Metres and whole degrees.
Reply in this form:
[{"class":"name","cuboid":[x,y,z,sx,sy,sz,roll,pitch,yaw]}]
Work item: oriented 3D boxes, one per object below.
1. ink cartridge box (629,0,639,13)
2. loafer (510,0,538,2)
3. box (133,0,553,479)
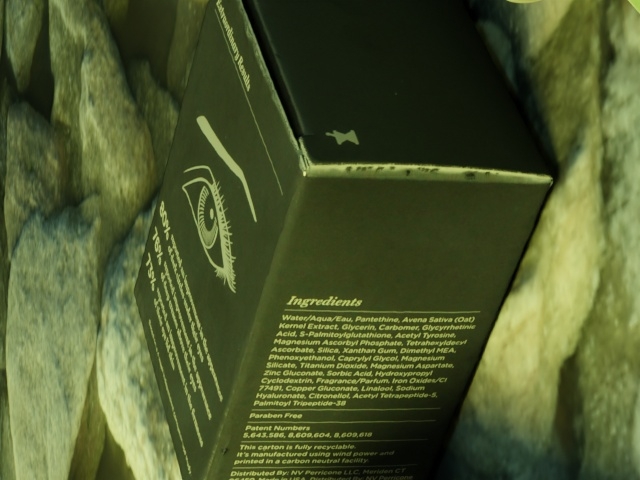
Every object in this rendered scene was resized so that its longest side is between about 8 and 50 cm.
[{"class":"ink cartridge box","cuboid":[0.127,-0.203,0.600,0.171,0.056,0.235,-116,32,-52]},{"class":"loafer","cuboid":[0.069,-0.139,0.615,0.039,0.045,0.125,-107,21,-55]},{"class":"box","cuboid":[0.000,0.000,0.844,0.153,0.108,0.207,-109,29,-44]}]
